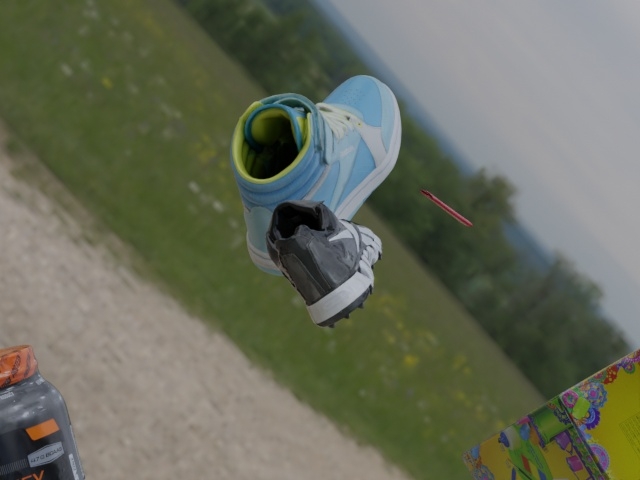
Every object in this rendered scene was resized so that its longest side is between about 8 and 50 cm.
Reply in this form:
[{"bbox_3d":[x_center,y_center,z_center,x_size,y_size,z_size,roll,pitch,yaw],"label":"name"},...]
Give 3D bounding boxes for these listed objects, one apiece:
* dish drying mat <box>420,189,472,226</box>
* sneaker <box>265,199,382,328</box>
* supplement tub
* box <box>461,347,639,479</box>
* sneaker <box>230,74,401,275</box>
[{"bbox_3d":[0.169,-0.043,2.249,0.083,0.008,0.032,35,2,-36],"label":"dish drying mat"},{"bbox_3d":[0.000,0.000,1.545,0.106,0.078,0.234,53,10,-9],"label":"sneaker"},{"bbox_3d":[-0.391,0.311,2.065,0.207,0.207,0.338,-89,164,-86],"label":"supplement tub"},{"bbox_3d":[0.353,0.306,1.965,0.290,0.177,0.279,60,-27,9],"label":"box"},{"bbox_3d":[-0.001,-0.132,2.034,0.127,0.319,0.208,11,-38,23],"label":"sneaker"}]
